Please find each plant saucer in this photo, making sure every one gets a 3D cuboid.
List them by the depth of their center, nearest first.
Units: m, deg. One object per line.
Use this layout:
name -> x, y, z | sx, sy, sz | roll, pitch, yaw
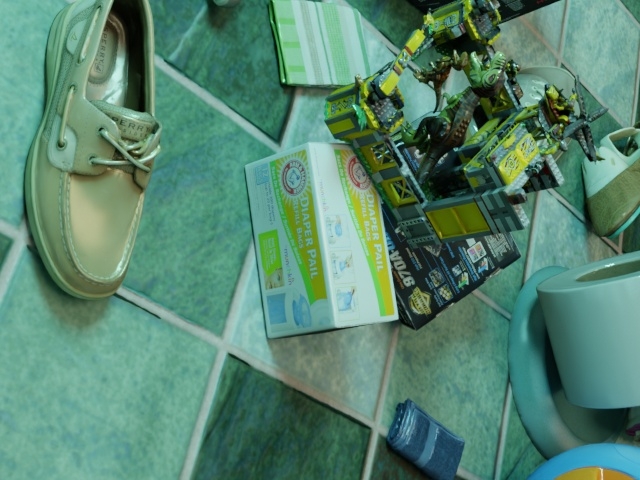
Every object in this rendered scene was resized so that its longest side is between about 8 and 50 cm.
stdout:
plant saucer -> 0.399, 0.193, 1.455 | 0.317, 0.043, 0.318 | 12, 73, -43

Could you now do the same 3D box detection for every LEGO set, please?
LEGO set -> 0.186, -0.148, 1.044 | 0.331, 0.192, 0.255 | -34, 105, -39

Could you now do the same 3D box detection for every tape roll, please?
tape roll -> 0.440, 0.116, 1.310 | 0.246, 0.246, 0.169 | -17, 92, -45

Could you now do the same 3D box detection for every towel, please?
towel -> 0.000, -0.244, 1.183 | 0.152, 0.023, 0.113 | -6, 82, -43
towel -> 0.134, 0.256, 1.187 | 0.119, 0.029, 0.067 | 41, 55, -31

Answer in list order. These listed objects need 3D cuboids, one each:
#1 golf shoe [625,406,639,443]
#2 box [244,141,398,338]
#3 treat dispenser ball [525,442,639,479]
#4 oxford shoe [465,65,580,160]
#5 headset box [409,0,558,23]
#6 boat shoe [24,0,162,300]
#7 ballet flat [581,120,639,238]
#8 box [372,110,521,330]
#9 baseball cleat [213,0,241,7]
golf shoe -> 0.530, 0.246, 1.471 | 0.306, 0.115, 0.140 | 44, 43, -69
box -> 0.000, 0.000, 1.055 | 0.103, 0.114, 0.203 | -2, 81, -45
treat dispenser ball -> 0.377, 0.408, 1.207 | 0.288, 0.288, 0.288 | 12, 72, -42
oxford shoe -> 0.291, -0.162, 1.372 | 0.449, 0.130, 0.169 | -26, 97, -46
headset box -> 0.186, -0.412, 1.262 | 0.293, 0.218, 0.110 | 25, 64, -38
boat shoe -> -0.204, -0.097, 0.887 | 0.109, 0.098, 0.302 | 13, 71, -42
ballet flat -> 0.519, -0.122, 1.612 | 0.124, 0.116, 0.342 | 50, 47, 2
box -> 0.131, -0.025, 1.180 | 0.175, 0.051, 0.220 | -34, 106, -12
baseball cleat -> -0.071, -0.350, 1.099 | 0.109, 0.072, 0.206 | 26, 66, -45
